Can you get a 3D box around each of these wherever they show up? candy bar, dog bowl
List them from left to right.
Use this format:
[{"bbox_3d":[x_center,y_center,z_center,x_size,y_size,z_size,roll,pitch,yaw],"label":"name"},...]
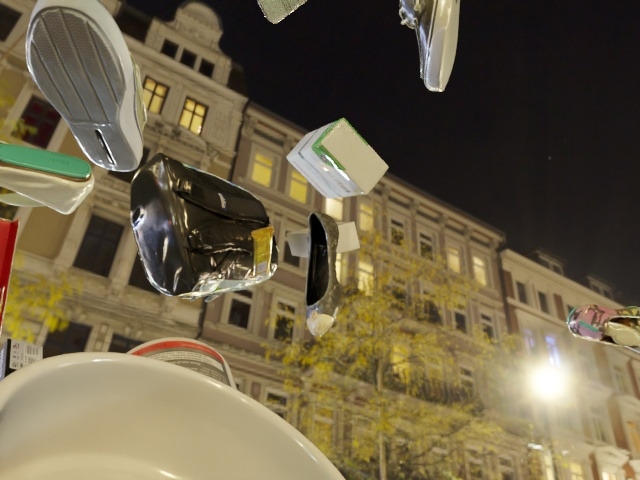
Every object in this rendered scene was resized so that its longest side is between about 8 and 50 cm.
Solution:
[{"bbox_3d":[-0.099,0.186,0.356,0.265,0.265,0.104,26,-83,-28],"label":"dog bowl"},{"bbox_3d":[-0.109,0.025,1.035,0.040,0.018,0.161,-16,-28,-17],"label":"candy bar"}]

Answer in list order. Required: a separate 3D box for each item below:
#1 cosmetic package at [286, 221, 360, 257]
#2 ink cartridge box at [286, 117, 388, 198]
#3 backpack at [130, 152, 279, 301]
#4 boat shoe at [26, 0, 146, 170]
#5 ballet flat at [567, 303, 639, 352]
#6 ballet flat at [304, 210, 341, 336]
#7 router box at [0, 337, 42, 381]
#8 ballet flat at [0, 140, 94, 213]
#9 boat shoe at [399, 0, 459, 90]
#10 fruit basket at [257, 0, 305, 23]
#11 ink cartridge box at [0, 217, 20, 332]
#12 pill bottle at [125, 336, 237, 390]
[{"bbox_3d":[0.000,0.000,1.215,0.099,0.060,0.239,-16,4,-13],"label":"cosmetic package"},{"bbox_3d":[0.032,-0.177,1.255,0.153,0.086,0.208,44,-15,-18],"label":"ink cartridge box"},{"bbox_3d":[-0.238,-0.006,1.228,0.274,0.289,0.356,-27,-15,35],"label":"backpack"},{"bbox_3d":[-0.274,-0.197,0.684,0.109,0.094,0.302,7,-24,-8],"label":"boat shoe"},{"bbox_3d":[0.500,0.149,0.923,0.222,0.079,0.076,10,-71,-34],"label":"ballet flat"},{"bbox_3d":[-0.005,0.043,0.737,0.058,0.173,0.049,-21,-35,36],"label":"ballet flat"},{"bbox_3d":[-0.652,0.389,1.120,0.081,0.309,0.242,27,-75,-36],"label":"router box"},{"bbox_3d":[-0.653,-0.143,1.073,0.401,0.139,0.139,19,-38,-24],"label":"ballet flat"},{"bbox_3d":[0.141,-0.303,0.728,0.070,0.219,0.078,4,1,22],"label":"boat shoe"},{"bbox_3d":[0.026,-0.422,0.485,0.353,0.165,0.327,-44,-32,-7],"label":"fruit basket"},{"bbox_3d":[-0.652,0.107,0.983,0.130,0.309,0.272,14,-17,-40],"label":"ink cartridge box"},{"bbox_3d":[-0.191,0.309,0.755,0.211,0.363,0.210,-8,-65,-17],"label":"pill bottle"}]
